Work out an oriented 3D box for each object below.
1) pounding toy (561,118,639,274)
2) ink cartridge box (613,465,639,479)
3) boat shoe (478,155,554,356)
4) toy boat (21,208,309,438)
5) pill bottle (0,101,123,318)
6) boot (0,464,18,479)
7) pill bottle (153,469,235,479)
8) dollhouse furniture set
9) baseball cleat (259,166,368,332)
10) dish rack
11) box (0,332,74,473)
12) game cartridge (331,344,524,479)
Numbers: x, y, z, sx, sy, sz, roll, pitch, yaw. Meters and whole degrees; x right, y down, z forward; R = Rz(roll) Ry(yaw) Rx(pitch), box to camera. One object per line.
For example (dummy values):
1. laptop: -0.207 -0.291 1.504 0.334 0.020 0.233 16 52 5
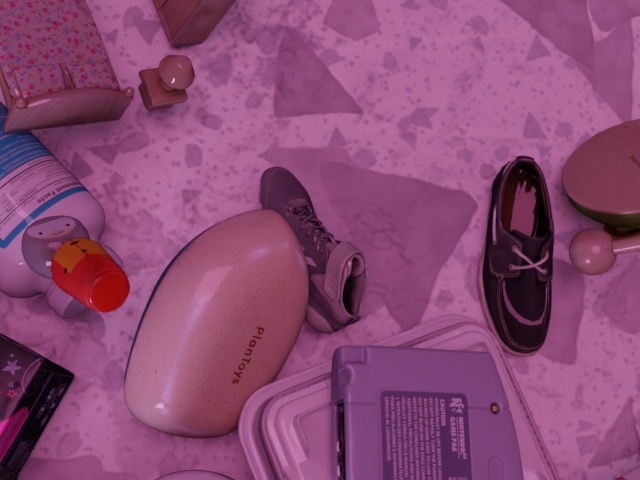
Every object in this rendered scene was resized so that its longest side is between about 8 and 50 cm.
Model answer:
1. pounding toy: 0.383 -0.034 1.276 0.183 0.110 0.236 -9 37 23
2. ink cartridge box: 0.476 0.336 1.133 0.385 0.160 0.279 -26 104 -10
3. boat shoe: 0.232 0.017 1.277 0.084 0.079 0.233 3 78 -5
4. toy boat: -0.157 0.061 1.147 0.148 0.318 0.267 31 92 45
5. pill bottle: -0.341 -0.037 1.212 0.146 0.146 0.264 -43 84 -12
6. boot: -0.409 0.273 1.005 0.161 0.083 0.246 36 83 11
7. pill bottle: -0.123 0.305 1.089 0.153 0.264 0.153 1 78 -4
8. dollhouse furniture set: -0.269 -0.300 1.190 0.356 0.174 0.303 -13 76 -35
9. baseball cleat: 0.000 0.000 1.248 0.072 0.109 0.205 -18 84 -42
10. dish rack: 0.105 0.242 1.173 0.333 0.072 0.285 -18 80 -24
11. box: -0.392 0.208 1.144 0.142 0.163 0.247 28 78 5
12. game cartridge: 0.110 0.255 1.102 0.196 0.060 0.294 4 71 -15
